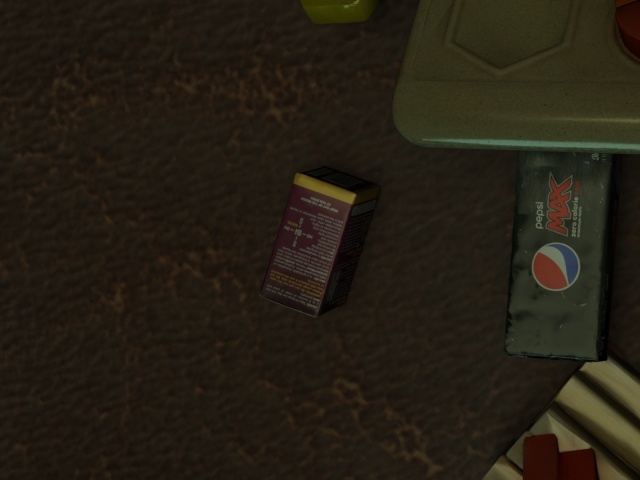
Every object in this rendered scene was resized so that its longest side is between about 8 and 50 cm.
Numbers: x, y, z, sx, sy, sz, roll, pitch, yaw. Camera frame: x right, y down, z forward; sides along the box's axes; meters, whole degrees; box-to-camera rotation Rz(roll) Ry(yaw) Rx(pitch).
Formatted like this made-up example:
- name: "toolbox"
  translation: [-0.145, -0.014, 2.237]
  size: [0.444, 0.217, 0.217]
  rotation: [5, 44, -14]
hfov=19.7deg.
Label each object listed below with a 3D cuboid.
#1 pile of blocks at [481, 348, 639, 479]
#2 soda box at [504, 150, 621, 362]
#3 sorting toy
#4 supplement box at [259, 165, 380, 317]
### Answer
- name: "pile of blocks"
  translation: [0.221, 0.241, 1.089]
  size: [0.149, 0.112, 0.362]
  rotation: [-27, 90, 18]
- name: "soda box"
  translation: [0.146, -0.013, 1.094]
  size: [0.060, 0.053, 0.169]
  rotation: [4, 87, 15]
- name: "sorting toy"
  translation: [0.114, -0.159, 1.046]
  size: [0.307, 0.041, 0.229]
  rotation: [3, 64, 23]
- name: "supplement box"
  translation: [0.000, 0.000, 1.153]
  size: [0.043, 0.055, 0.083]
  rotation: [20, 102, 14]
